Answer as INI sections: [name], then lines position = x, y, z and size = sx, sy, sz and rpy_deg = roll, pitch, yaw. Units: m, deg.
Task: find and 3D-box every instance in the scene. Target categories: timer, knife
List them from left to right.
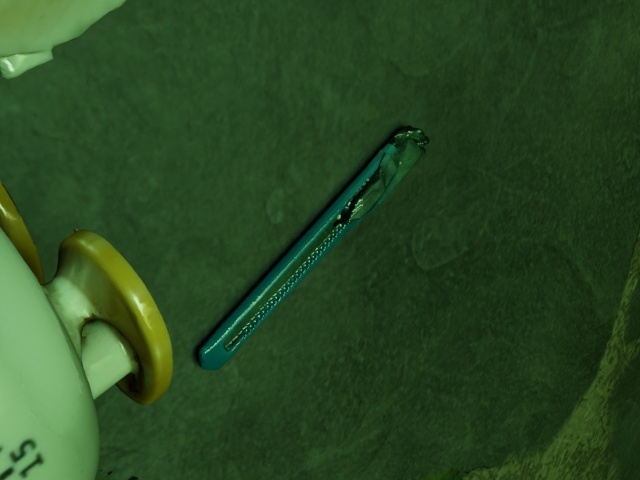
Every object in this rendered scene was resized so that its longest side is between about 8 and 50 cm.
[timer]
position = -0.220, 0.067, 0.375
size = 0.240, 0.233, 0.233
rpy_deg = -35, 131, -32
[knife]
position = 0.002, 0.001, 0.719
size = 0.296, 0.026, 0.044
rpy_deg = -48, 148, -17

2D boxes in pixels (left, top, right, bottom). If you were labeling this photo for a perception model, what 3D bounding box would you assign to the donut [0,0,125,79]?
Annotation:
[donut]
position = -0.151, -0.220, 0.290
size = 0.382, 0.142, 0.382
rpy_deg = -44, 164, -16
